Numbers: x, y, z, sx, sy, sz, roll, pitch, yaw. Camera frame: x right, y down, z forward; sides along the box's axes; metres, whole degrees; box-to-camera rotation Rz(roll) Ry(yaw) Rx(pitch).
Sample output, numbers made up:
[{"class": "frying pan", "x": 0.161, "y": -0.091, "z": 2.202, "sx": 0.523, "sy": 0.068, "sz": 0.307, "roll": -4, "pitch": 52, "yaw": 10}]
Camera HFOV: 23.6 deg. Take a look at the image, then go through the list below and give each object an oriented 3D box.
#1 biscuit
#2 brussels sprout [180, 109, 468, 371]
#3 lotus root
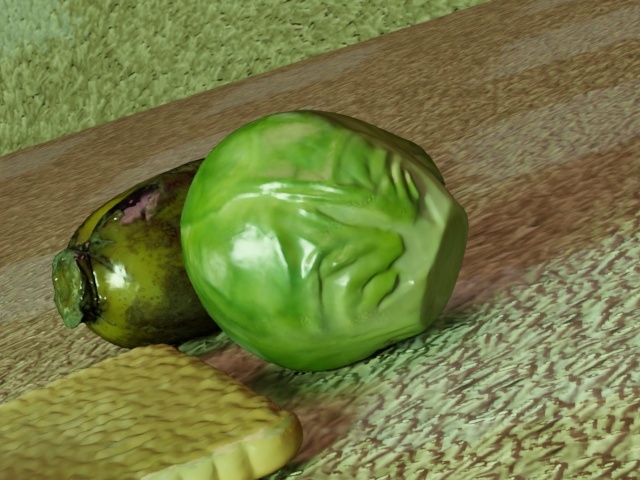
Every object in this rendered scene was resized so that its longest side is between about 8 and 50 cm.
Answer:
[{"class": "biscuit", "x": -0.116, "y": 0.108, "z": 0.790, "sx": 0.160, "sy": 0.030, "sz": 0.249, "roll": -23, "pitch": 13, "yaw": -19}, {"class": "brussels sprout", "x": -0.002, "y": 0.002, "z": 0.834, "sx": 0.155, "sy": 0.155, "sz": 0.117, "roll": -14, "pitch": 1, "yaw": 21}, {"class": "lotus root", "x": -0.085, "y": 0.006, "z": 1.007, "sx": 0.209, "sy": 0.120, "sz": 0.120, "roll": -27, "pitch": 14, "yaw": -36}]
